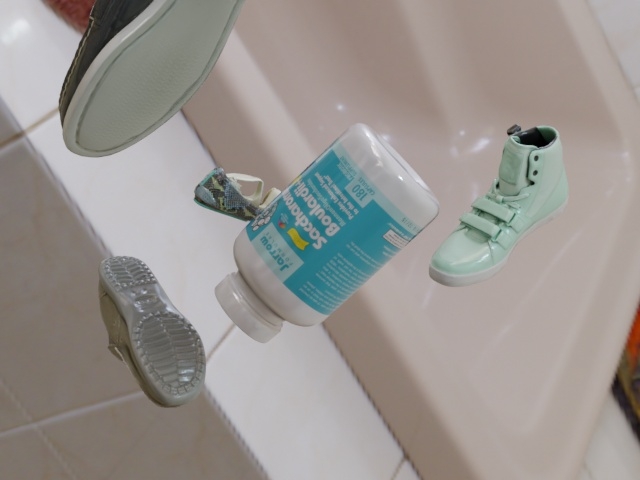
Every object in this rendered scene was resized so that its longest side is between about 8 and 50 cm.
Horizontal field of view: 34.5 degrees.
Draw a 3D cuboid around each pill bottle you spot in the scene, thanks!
[{"bbox_3d":[0.000,0.000,1.198,0.146,0.264,0.146,44,10,-10],"label":"pill bottle"}]

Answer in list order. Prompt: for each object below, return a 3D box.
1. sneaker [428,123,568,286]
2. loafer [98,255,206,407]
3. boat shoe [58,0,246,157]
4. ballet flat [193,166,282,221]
[{"bbox_3d":[0.229,-0.056,1.366,0.256,0.094,0.151,-37,134,-26],"label":"sneaker"},{"bbox_3d":[-0.223,0.127,1.335,0.094,0.087,0.251,-5,43,-30],"label":"loafer"},{"bbox_3d":[-0.123,-0.200,0.828,0.091,0.302,0.114,51,18,25],"label":"boat shoe"},{"bbox_3d":[-0.081,-0.047,1.364,0.188,0.070,0.070,23,57,-45],"label":"ballet flat"}]
